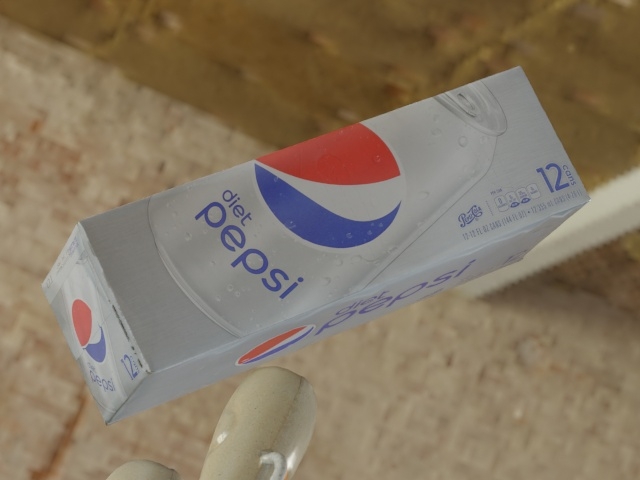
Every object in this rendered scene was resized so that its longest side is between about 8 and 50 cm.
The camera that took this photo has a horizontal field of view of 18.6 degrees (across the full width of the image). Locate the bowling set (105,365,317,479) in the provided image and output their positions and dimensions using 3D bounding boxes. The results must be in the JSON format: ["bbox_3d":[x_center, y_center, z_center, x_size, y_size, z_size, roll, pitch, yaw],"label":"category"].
[{"bbox_3d":[-0.051,0.203,0.875,0.200,0.154,0.287,38,-45,-15],"label":"bowling set"}]

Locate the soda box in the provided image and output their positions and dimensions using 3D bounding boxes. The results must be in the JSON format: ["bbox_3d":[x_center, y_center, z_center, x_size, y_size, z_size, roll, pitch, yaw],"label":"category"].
[{"bbox_3d":[0.000,0.000,1.067,0.091,0.286,0.098,64,-26,12],"label":"soda box"}]
